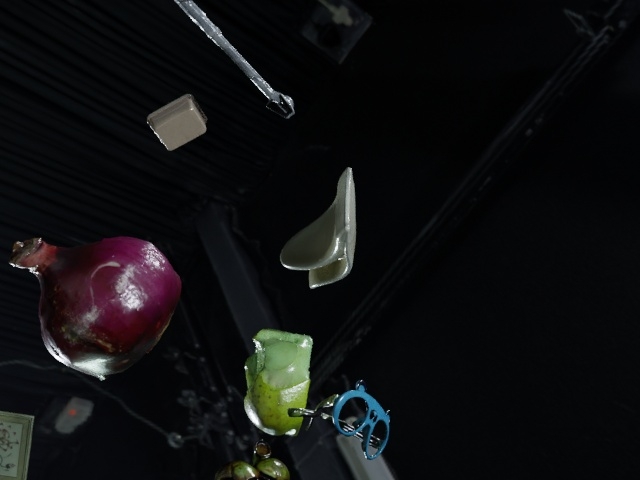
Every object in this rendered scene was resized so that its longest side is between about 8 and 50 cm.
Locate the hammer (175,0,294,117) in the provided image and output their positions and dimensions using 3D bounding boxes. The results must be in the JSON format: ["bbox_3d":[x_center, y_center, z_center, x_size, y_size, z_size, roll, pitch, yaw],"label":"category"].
[{"bbox_3d":[-0.210,-0.421,1.394,0.044,0.427,0.152,-43,-169,9],"label":"hammer"}]

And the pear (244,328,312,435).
[{"bbox_3d":[-0.130,0.423,1.829,0.282,0.176,0.286,-89,-170,-50],"label":"pear"}]

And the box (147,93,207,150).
[{"bbox_3d":[-0.328,-0.269,1.511,0.122,0.089,0.062,-28,-137,2],"label":"box"}]

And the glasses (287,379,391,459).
[{"bbox_3d":[0.035,0.402,1.401,0.207,0.239,0.102,-20,-135,21],"label":"glasses"}]

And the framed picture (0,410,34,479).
[{"bbox_3d":[-0.764,0.458,1.462,0.010,0.231,0.173,-103,-159,-86],"label":"framed picture"}]

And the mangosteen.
[{"bbox_3d":[-0.177,0.685,1.581,0.311,0.311,0.311,-27,-131,37],"label":"mangosteen"}]

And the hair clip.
[{"bbox_3d":[0.019,0.004,1.384,0.282,0.113,0.172,-42,-147,41],"label":"hair clip"}]

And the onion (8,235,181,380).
[{"bbox_3d":[-0.521,0.117,1.475,0.348,0.385,0.348,-51,-166,18],"label":"onion"}]
